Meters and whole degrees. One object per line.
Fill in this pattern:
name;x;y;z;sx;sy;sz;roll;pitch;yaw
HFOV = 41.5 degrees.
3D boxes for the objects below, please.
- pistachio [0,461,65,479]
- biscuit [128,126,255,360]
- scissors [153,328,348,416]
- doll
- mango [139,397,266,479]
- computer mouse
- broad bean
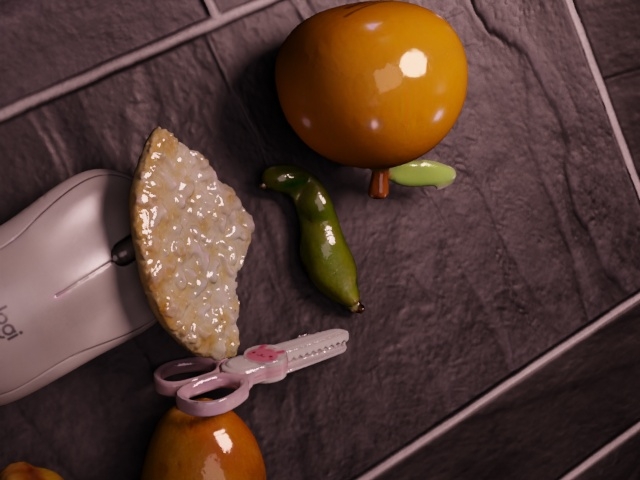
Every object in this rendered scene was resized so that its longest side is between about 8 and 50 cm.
pistachio;-0.267;0.307;0.864;0.189;0.110;0.100;25;42;6
biscuit;-0.133;0.005;0.908;0.188;0.040;0.265;-34;115;-57
scissors;-0.065;0.142;0.966;0.242;0.118;0.030;-12;110;-34
doll;0.065;-0.146;0.946;0.213;0.213;0.236;-18;111;-20
mango;-0.133;0.298;0.928;0.138;0.113;0.253;9;94;-17
computer mouse;-0.278;0.047;0.858;0.297;0.121;0.184;-26;100;-17
broad bean;0.000;0.000;1.001;0.070;0.048;0.213;-34;104;-17
